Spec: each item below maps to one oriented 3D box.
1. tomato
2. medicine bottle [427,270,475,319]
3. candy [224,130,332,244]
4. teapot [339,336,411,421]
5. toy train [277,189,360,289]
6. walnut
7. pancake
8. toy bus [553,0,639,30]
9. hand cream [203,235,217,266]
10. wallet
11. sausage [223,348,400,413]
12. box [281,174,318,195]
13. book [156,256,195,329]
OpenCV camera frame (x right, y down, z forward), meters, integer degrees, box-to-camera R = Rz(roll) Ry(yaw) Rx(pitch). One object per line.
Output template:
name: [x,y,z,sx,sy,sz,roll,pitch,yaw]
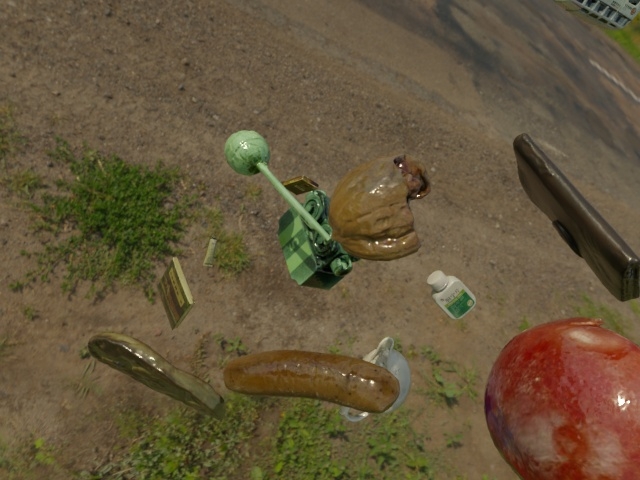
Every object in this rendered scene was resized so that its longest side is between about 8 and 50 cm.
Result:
tomato: [0.380,0.273,0.737,0.176,0.290,0.335,-4,26,-16]
medicine bottle: [0.461,0.190,1.633,0.183,0.119,0.069,45,6,-17]
candy: [-0.105,-0.139,1.149,0.119,0.119,0.440,-9,44,-43]
teapot: [0.183,0.466,1.483,0.208,0.300,0.166,35,-2,45]
toy train: [0.000,0.000,1.397,0.166,0.238,0.299,16,43,-41]
walnut: [0.113,-0.084,0.924,0.203,0.141,0.238,7,59,15]
pancake: [-0.306,0.259,0.874,0.294,0.294,0.050,36,60,-14]
toy bus: [0.589,-0.513,0.972,0.193,0.089,0.087,14,24,-20]
hand cream: [-0.366,0.037,1.530,0.035,0.022,0.102,10,96,-42]
wallet: [0.426,-0.041,0.781,0.165,0.042,0.310,49,15,-49]
sausage: [-0.037,0.364,1.226,0.123,0.500,0.136,-7,98,-72]
box: [-0.083,-0.223,1.855,0.090,0.133,0.023,26,66,-38]
book: [-0.456,0.170,1.433,0.024,0.228,0.160,-14,71,-37]
